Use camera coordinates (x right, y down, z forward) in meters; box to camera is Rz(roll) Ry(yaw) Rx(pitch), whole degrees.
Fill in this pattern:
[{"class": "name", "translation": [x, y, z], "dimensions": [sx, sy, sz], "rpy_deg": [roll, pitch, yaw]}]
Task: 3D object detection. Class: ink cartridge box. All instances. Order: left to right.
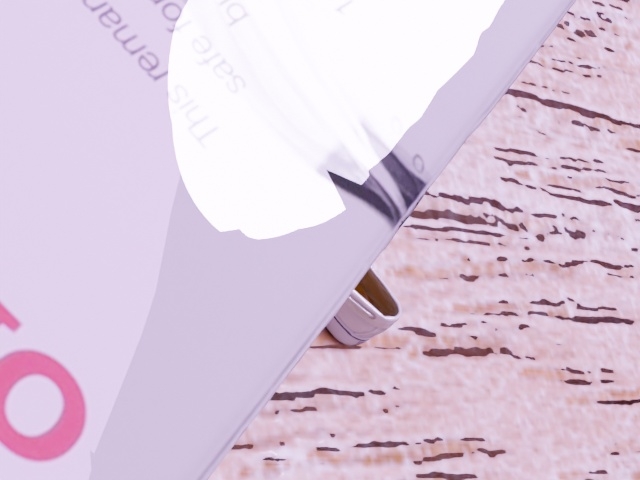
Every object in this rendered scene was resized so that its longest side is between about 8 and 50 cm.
[{"class": "ink cartridge box", "translation": [-0.090, -0.112, 0.451], "dimensions": [0.285, 0.166, 0.395], "rpy_deg": [48, 56, -13]}]

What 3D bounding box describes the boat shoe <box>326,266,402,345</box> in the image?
[{"class": "boat shoe", "translation": [0.000, 0.000, 0.633], "dimensions": [0.100, 0.035, 0.035], "rpy_deg": [55, 42, -6]}]
